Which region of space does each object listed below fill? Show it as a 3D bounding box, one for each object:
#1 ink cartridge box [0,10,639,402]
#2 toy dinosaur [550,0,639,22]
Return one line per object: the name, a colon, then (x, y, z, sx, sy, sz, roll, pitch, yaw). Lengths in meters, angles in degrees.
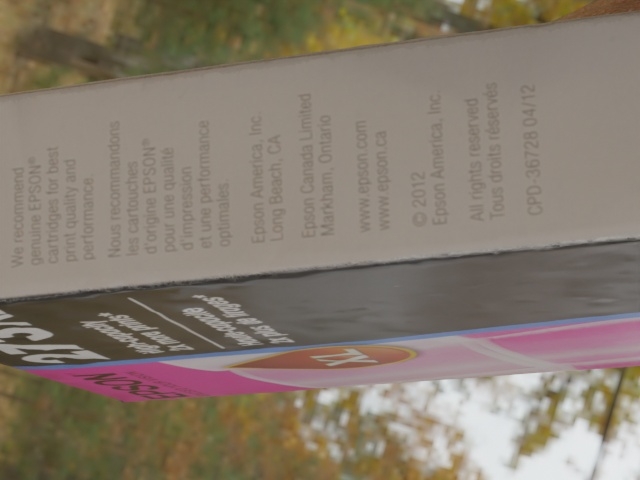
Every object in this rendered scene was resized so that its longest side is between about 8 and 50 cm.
ink cartridge box: (0.000, 0.000, 0.497, 0.176, 0.371, 0.069, 35, 54, -68)
toy dinosaur: (0.223, -0.103, 0.782, 0.127, 0.296, 0.200, 88, -17, -47)
